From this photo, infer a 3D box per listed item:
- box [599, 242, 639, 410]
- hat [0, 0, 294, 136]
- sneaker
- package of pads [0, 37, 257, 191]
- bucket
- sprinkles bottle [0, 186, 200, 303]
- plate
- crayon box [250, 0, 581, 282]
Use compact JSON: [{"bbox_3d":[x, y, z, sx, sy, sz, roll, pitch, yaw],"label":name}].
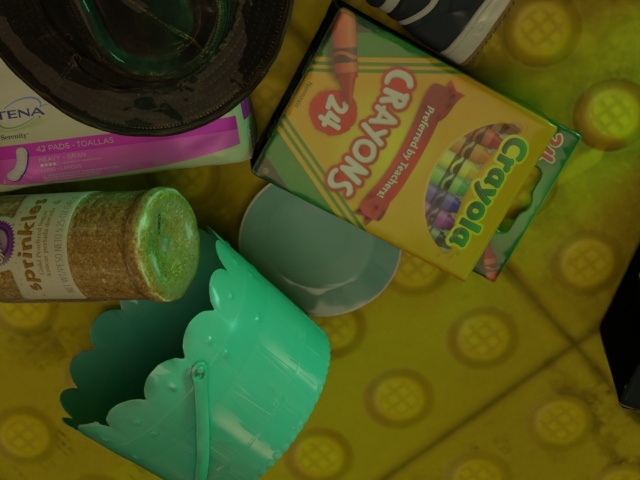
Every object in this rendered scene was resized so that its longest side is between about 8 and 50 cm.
[{"bbox_3d":[0.504,0.062,1.610,0.294,0.183,0.296,18,115,-6],"label":"box"},{"bbox_3d":[-0.186,-0.238,1.400,0.331,0.134,0.331,-1,110,-2],"label":"hat"},{"bbox_3d":[0.154,-0.325,1.484,0.153,0.099,0.282,27,115,-13],"label":"sneaker"},{"bbox_3d":[-0.230,-0.185,1.552,0.296,0.101,0.229,-8,114,4],"label":"package of pads"},{"bbox_3d":[-0.135,0.142,1.617,0.183,0.281,0.281,40,109,-21],"label":"bucket"},{"bbox_3d":[-0.305,0.008,1.564,0.355,0.121,0.121,-2,117,27],"label":"sprinkles bottle"},{"bbox_3d":[0.000,0.000,1.677,0.188,0.024,0.188,0,115,0],"label":"plate"},{"bbox_3d":[0.109,-0.096,1.586,0.318,0.081,0.202,26,103,-11],"label":"crayon box"}]
